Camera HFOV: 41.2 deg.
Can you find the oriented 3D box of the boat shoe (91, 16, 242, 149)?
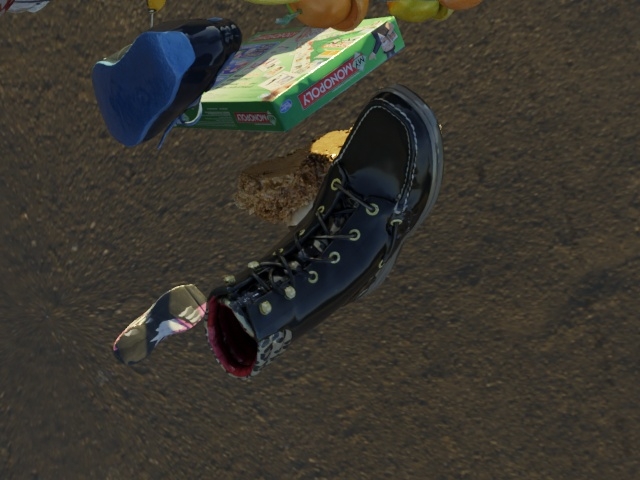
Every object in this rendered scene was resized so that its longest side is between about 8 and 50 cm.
[{"bbox_3d":[-0.146,-0.146,0.814,0.089,0.258,0.109,-28,106,-27],"label":"boat shoe"}]

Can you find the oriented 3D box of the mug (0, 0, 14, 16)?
[{"bbox_3d":[-0.141,-0.143,0.303,0.113,0.169,0.150,47,51,-14],"label":"mug"}]

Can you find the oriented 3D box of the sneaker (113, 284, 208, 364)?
[{"bbox_3d":[-0.268,0.134,1.395,0.178,0.077,0.072,-32,97,-23],"label":"sneaker"}]

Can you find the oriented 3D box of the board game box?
[{"bbox_3d":[-0.067,-0.222,1.143,0.213,0.317,0.046,-39,118,-25],"label":"board game box"}]

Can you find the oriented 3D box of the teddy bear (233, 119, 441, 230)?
[{"bbox_3d":[0.034,-0.104,1.298,0.338,0.245,0.113,-36,119,-46],"label":"teddy bear"}]

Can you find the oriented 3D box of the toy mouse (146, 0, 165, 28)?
[{"bbox_3d":[-0.276,-0.440,1.358,0.031,0.161,0.143,-12,77,-10],"label":"toy mouse"}]

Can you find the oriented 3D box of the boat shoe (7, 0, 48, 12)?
[{"bbox_3d":[-0.271,-0.238,0.734,0.088,0.267,0.096,39,72,-51],"label":"boat shoe"}]

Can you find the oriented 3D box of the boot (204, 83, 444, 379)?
[{"bbox_3d":[0.001,0.002,0.678,0.085,0.236,0.178,40,50,19],"label":"boot"}]

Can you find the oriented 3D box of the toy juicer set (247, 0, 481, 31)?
[{"bbox_3d":[0.110,-0.210,0.662,0.329,0.209,0.089,-8,82,12],"label":"toy juicer set"}]
